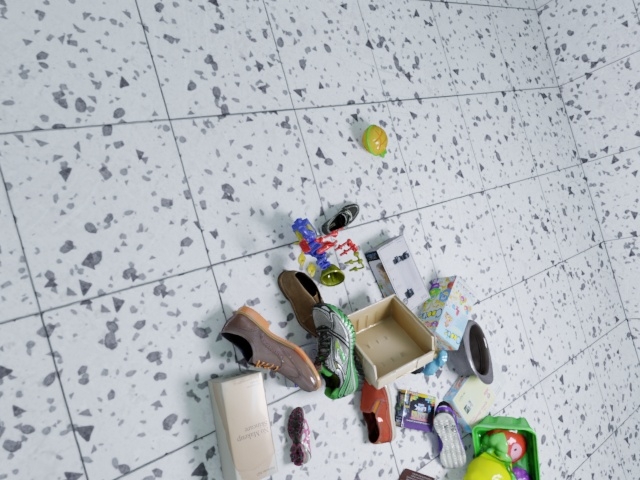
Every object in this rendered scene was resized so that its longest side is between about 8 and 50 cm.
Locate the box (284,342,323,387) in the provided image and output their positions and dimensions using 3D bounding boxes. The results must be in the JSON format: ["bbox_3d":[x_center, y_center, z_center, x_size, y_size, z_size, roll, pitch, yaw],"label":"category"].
[{"bbox_3d":[-0.058,0.430,1.674,0.137,0.072,0.126,-8,85,-34],"label":"box"}]

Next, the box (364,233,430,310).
[{"bbox_3d":[0.314,0.141,1.967,0.169,0.087,0.290,-29,97,-34],"label":"box"}]

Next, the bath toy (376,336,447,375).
[{"bbox_3d":[0.332,0.441,1.896,0.348,0.129,0.152,17,72,-29],"label":"bath toy"}]

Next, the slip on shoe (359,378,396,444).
[{"bbox_3d":[0.195,0.596,1.786,0.101,0.123,0.332,-13,93,-31],"label":"slip on shoe"}]

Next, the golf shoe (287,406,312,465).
[{"bbox_3d":[-0.065,0.657,1.637,0.086,0.067,0.186,15,70,-58],"label":"golf shoe"}]

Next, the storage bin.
[{"bbox_3d":[0.233,0.359,1.734,0.262,0.260,0.123,-20,132,-22],"label":"storage bin"}]

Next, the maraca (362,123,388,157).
[{"bbox_3d":[0.238,-0.414,2.025,0.185,0.099,0.127,14,83,-56],"label":"maraca"}]

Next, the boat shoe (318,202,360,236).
[{"bbox_3d":[0.089,-0.082,1.872,0.219,0.070,0.078,-39,102,-33],"label":"boat shoe"}]

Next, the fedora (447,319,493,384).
[{"bbox_3d":[0.629,0.482,2.067,0.243,0.124,0.276,11,65,-50],"label":"fedora"}]

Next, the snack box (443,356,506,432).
[{"bbox_3d":[0.685,0.657,2.125,0.322,0.060,0.187,-39,102,-32],"label":"snack box"}]

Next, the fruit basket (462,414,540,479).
[{"bbox_3d":[0.727,0.924,1.934,0.392,0.282,0.392,-5,90,-66],"label":"fruit basket"}]

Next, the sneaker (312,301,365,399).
[{"bbox_3d":[0.042,0.372,1.621,0.146,0.134,0.344,-21,97,-39],"label":"sneaker"}]

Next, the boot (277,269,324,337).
[{"bbox_3d":[-0.029,0.233,1.708,0.112,0.115,0.305,-45,107,-34],"label":"boot"}]

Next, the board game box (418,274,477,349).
[{"bbox_3d":[0.526,0.306,2.040,0.144,0.142,0.275,40,61,-19],"label":"board game box"}]

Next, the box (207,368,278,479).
[{"bbox_3d":[-0.241,0.573,1.495,0.147,0.121,0.311,-9,85,-34],"label":"box"}]

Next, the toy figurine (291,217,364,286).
[{"bbox_3d":[0.000,0.000,1.722,0.191,0.362,0.217,-35,59,3],"label":"toy figurine"}]

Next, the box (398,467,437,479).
[{"bbox_3d":[0.383,0.997,1.794,0.167,0.168,0.203,-45,106,-30],"label":"box"}]

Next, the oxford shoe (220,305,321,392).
[{"bbox_3d":[-0.161,0.374,1.534,0.363,0.130,0.133,38,43,7],"label":"oxford shoe"}]

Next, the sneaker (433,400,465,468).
[{"bbox_3d":[0.527,0.784,1.972,0.146,0.102,0.294,-63,142,-65],"label":"sneaker"}]

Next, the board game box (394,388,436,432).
[{"bbox_3d":[0.379,0.679,1.927,0.170,0.048,0.141,21,69,-29],"label":"board game box"}]
